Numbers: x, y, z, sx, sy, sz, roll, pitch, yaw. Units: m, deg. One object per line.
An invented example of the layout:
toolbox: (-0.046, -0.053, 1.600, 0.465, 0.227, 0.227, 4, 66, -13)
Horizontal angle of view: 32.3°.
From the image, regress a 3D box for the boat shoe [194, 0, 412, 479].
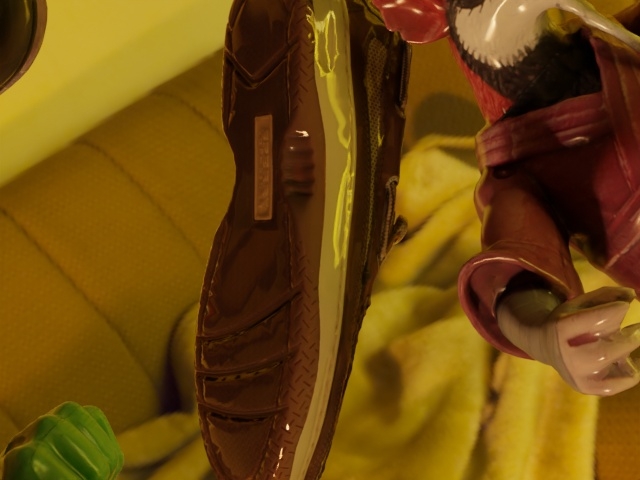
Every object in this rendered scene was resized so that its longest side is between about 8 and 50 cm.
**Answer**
boat shoe: (0.005, 0.001, 0.540, 0.095, 0.257, 0.095, 2, 6, -39)

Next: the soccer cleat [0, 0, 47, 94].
soccer cleat: (-0.238, -0.092, 0.592, 0.318, 0.108, 0.116, -14, 0, 36)

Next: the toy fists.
toy fists: (-0.229, 0.220, 0.786, 0.142, 0.096, 0.279, -53, -1, 29)

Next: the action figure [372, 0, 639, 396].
action figure: (0.186, -0.018, 0.495, 0.248, 0.370, 0.276, -48, -13, -3)
